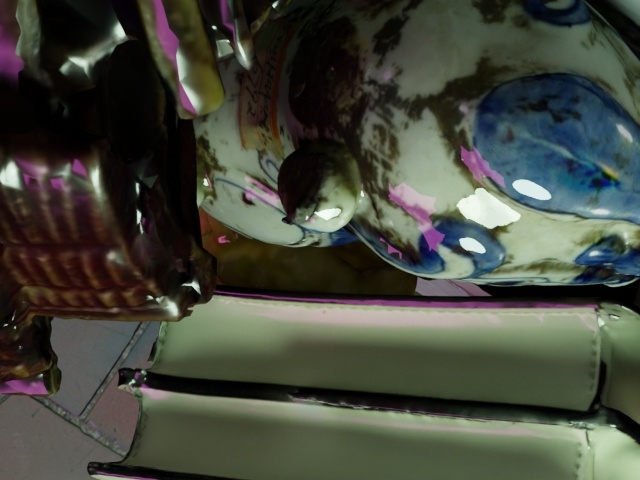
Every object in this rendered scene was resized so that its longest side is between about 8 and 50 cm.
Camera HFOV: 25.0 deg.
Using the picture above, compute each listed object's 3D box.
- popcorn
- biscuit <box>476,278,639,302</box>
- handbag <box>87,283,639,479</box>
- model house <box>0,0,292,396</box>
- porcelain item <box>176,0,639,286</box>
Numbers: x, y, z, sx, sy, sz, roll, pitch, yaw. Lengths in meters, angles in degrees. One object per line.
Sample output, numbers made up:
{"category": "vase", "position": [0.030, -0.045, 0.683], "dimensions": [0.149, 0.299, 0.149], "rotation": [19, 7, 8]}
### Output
{"category": "popcorn", "position": [0.000, 0.000, 1.041], "dimensions": [0.180, 0.170, 0.180], "rotation": [52, 176, 5]}
{"category": "biscuit", "position": [0.104, -0.008, 0.880], "dimensions": [0.194, 0.053, 0.194], "rotation": [33, 172, 5]}
{"category": "handbag", "position": [0.061, 0.139, 0.936], "dimensions": [0.358, 0.160, 0.236], "rotation": [1, 161, 32]}
{"category": "model house", "position": [-0.149, -0.067, 0.592], "dimensions": [0.317, 0.283, 0.297], "rotation": [1, -155, 10]}
{"category": "porcelain item", "position": [0.044, -0.052, 0.617], "dimensions": [0.186, 0.138, 0.288], "rotation": [14, 180, -28]}
